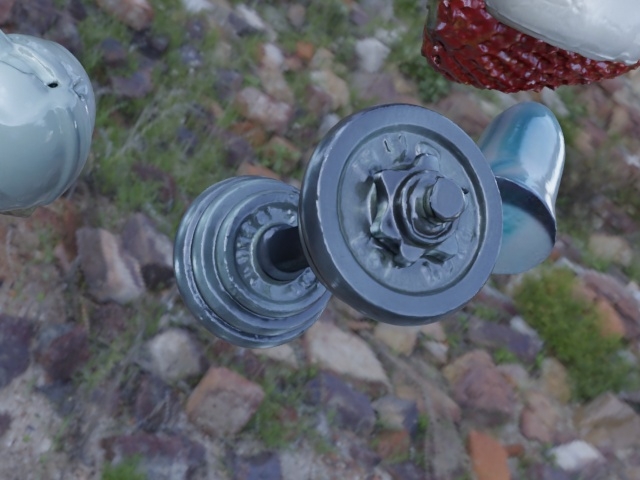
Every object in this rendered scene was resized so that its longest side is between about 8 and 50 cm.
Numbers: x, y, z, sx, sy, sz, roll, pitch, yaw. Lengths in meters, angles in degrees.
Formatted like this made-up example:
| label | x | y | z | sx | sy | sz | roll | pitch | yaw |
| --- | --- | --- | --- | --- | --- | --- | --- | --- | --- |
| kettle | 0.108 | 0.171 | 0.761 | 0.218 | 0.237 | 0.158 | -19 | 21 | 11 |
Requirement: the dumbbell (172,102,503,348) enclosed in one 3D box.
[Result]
| label | x | y | z | sx | sy | sz | roll | pitch | yaw |
| --- | --- | --- | --- | --- | --- | --- | --- | --- | --- |
| dumbbell | 0.000 | 0.000 | 0.911 | 0.179 | 0.406 | 0.179 | 4 | 80 | -26 |

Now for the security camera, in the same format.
| label | x | y | z | sx | sy | sz | roll | pitch | yaw |
| --- | --- | --- | --- | --- | --- | --- | --- | --- | --- |
| security camera | -0.327 | -0.152 | 0.945 | 0.277 | 0.191 | 0.197 | 45 | 43 | -11 |

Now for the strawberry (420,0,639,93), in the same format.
| label | x | y | z | sx | sy | sz | roll | pitch | yaw |
| --- | --- | --- | --- | --- | --- | --- | --- | --- | --- |
| strawberry | 0.326 | -0.364 | 1.494 | 0.351 | 0.312 | 0.267 | 12 | -7 | 16 |

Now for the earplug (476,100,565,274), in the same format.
| label | x | y | z | sx | sy | sz | roll | pitch | yaw |
| --- | --- | --- | --- | --- | --- | --- | --- | --- | --- |
| earplug | 0.306 | -0.118 | 1.634 | 0.185 | 0.185 | 0.324 | 33 | 44 | -5 |

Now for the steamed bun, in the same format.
| label | x | y | z | sx | sy | sz | roll | pitch | yaw |
| --- | --- | --- | --- | --- | --- | --- | --- | --- | --- |
| steamed bun | 0.297 | -0.297 | 1.218 | 0.177 | 0.130 | 0.228 | 3 | 26 | -35 |

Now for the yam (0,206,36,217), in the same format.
| label | x | y | z | sx | sy | sz | roll | pitch | yaw |
| --- | --- | --- | --- | --- | --- | --- | --- | --- | --- |
| yam | -0.506 | -0.092 | 1.189 | 0.357 | 0.081 | 0.081 | 12 | 37 | -25 |
